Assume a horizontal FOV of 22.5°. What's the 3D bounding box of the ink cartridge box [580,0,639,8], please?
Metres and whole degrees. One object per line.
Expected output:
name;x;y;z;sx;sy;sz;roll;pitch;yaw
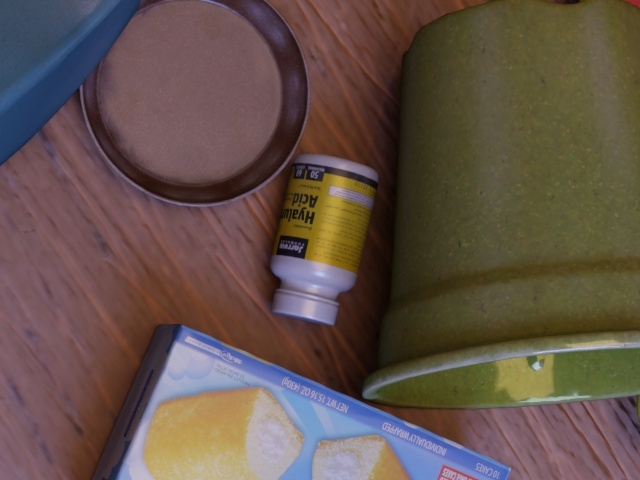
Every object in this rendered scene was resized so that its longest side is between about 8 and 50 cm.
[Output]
ink cartridge box;0.363;-0.190;1.256;0.296;0.066;0.261;-34;106;-13

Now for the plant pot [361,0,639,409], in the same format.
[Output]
plant pot;0.157;-0.026;1.128;0.276;0.276;0.254;0;77;-17

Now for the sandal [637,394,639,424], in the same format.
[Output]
sandal;0.382;0.056;1.230;0.317;0.126;0.138;-48;132;8

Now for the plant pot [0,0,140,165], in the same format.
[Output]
plant pot;-0.232;-0.143;1.037;0.234;0.165;0.166;-41;89;-19

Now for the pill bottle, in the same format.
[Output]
pill bottle;0.000;0.000;1.160;0.065;0.065;0.116;14;83;-16

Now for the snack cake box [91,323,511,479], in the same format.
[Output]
snack cake box;-0.019;0.178;1.135;0.264;0.089;0.152;24;80;-15

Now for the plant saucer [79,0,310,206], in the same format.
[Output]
plant saucer;-0.091;-0.107;1.156;0.168;0.029;0.168;1;87;-18
